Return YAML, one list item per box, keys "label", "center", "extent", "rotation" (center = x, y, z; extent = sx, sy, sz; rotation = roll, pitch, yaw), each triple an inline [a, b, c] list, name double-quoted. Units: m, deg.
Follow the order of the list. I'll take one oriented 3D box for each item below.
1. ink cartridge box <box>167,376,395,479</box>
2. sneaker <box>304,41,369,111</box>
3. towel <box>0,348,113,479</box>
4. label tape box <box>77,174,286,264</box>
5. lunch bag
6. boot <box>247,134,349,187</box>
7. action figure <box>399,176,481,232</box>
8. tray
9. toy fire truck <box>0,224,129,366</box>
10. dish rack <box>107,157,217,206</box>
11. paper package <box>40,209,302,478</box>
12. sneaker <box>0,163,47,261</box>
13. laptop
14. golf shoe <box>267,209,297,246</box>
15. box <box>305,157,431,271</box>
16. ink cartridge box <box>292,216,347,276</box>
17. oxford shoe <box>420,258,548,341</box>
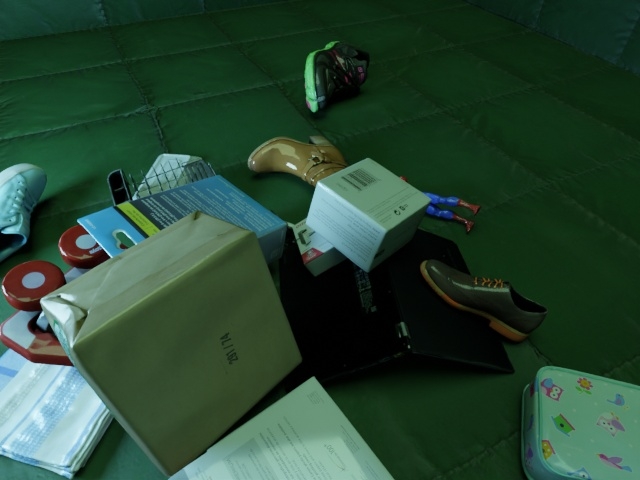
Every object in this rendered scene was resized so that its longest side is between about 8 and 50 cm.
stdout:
- label: "ink cartridge box"
  center: [-0.029, 0.412, 0.623]
  extent: [0.272, 0.130, 0.309]
  rotation: [-27, 51, -24]
- label: "sneaker"
  center: [0.072, -0.653, 1.667]
  extent: [0.203, 0.185, 0.482]
  rotation: [12, 47, 16]
- label: "towel"
  center: [-0.515, 0.296, 0.800]
  extent: [0.286, 0.034, 0.209]
  rotation: [11, 45, 10]
- label: "label tape box"
  center: [-0.285, -0.002, 0.932]
  extent: [0.249, 0.115, 0.348]
  rotation: [36, 44, 27]
- label: "lunch bag"
  center: [0.493, 0.339, 0.722]
  extent: [0.280, 0.107, 0.224]
  rotation: [14, 43, 12]
- label: "boot"
  center: [-0.054, -0.210, 1.287]
  extent: [0.284, 0.108, 0.220]
  rotation: [-13, 50, -24]
- label: "action figure"
  center: [0.271, -0.094, 1.166]
  extent: [0.281, 0.091, 0.139]
  rotation: [26, 41, 23]
- label: "tray"
  center: [-0.465, -0.187, 1.292]
  extent: [0.146, 0.030, 0.270]
  rotation: [5, 45, 2]
- label: "toy fire truck"
  center: [-0.461, 0.128, 0.886]
  extent: [0.254, 0.169, 0.302]
  rotation: [28, 46, 6]
- label: "dish rack"
  center: [-0.414, -0.134, 1.169]
  extent: [0.272, 0.074, 0.208]
  rotation: [-23, 63, -13]
- label: "paper package"
  center: [-0.219, 0.162, 0.722]
  extent: [0.168, 0.324, 0.310]
  rotation: [20, 46, 42]
- label: "sneaker"
  center: [-0.783, -0.045, 1.086]
  extent: [0.150, 0.135, 0.365]
  rotation: [15, 55, 3]
- label: "laptop"
  center: [0.142, 0.146, 0.976]
  extent: [0.408, 0.236, 0.381]
  rotation: [-24, 43, 15]
- label: "golf shoe"
  center: [-0.124, -0.045, 1.122]
  extent: [0.199, 0.077, 0.093]
  rotation: [12, 46, 10]
- label: "box"
  center: [0.100, -0.060, 0.907]
  extent: [0.182, 0.119, 0.181]
  rotation: [38, 46, 21]
- label: "ink cartridge box"
  center: [0.000, 0.000, 0.985]
  extent: [0.099, 0.056, 0.135]
  rotation: [-31, 42, 8]
- label: "oxford shoe"
  center: [0.342, 0.103, 0.908]
  extent: [0.272, 0.098, 0.096]
  rotation: [29, 37, -1]
